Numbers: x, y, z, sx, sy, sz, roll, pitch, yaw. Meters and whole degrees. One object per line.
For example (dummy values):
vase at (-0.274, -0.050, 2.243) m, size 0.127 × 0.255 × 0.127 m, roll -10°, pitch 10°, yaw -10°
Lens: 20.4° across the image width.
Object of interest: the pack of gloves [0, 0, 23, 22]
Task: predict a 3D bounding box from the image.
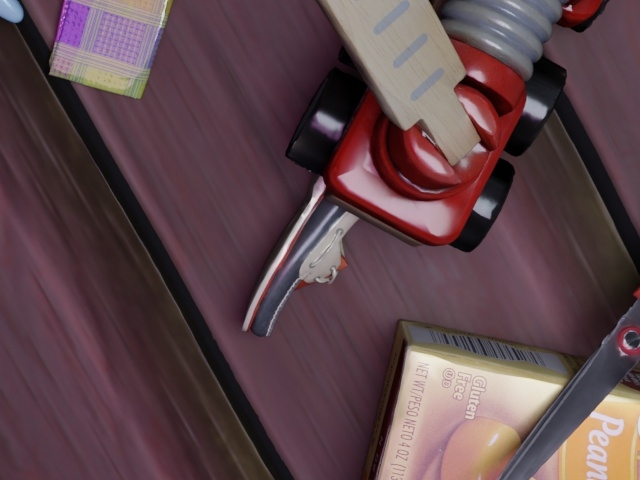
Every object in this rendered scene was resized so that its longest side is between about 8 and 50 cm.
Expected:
pack of gloves at (-0.206, -0.239, 0.971) m, size 0.195 × 0.046 × 0.232 m, roll -41°, pitch 95°, yaw 6°

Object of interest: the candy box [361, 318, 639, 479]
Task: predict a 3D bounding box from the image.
candy box at (0.179, 0.171, 1.038) m, size 0.316 × 0.087 × 0.183 m, roll 13°, pitch 100°, yaw -2°

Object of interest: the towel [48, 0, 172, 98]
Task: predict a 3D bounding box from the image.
towel at (-0.118, -0.127, 1.017) m, size 0.060 × 0.009 × 0.083 m, roll 16°, pitch 101°, yaw -4°

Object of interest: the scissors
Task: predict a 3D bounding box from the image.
scissors at (0.177, 0.037, 0.991) m, size 0.297 × 0.021 × 0.109 m, roll -32°, pitch 86°, yaw -13°

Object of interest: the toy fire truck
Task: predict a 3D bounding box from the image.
toy fire truck at (0.071, -0.117, 0.885) m, size 0.158 × 0.246 × 0.217 m, roll 29°, pitch 85°, yaw -6°

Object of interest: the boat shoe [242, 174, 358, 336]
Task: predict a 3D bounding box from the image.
boat shoe at (0.000, 0.000, 1.026) m, size 0.043 × 0.049 × 0.137 m, roll 30°, pitch 95°, yaw -8°
